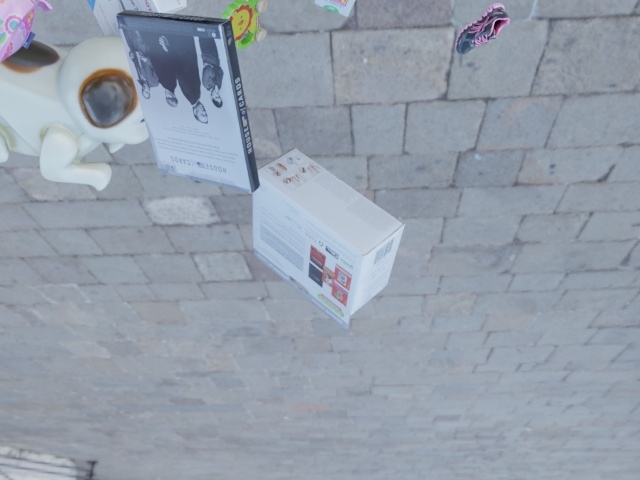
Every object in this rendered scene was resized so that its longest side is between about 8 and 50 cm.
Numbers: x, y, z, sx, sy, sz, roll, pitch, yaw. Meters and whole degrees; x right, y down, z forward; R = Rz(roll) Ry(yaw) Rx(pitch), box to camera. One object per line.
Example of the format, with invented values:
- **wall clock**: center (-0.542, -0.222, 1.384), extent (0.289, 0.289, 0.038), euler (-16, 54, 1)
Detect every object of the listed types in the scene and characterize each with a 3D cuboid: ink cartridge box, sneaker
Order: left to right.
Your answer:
- **ink cartridge box**: center (-0.381, -0.500, 1.199), extent (0.191, 0.082, 0.139), euler (-4, 118, 41)
- **ink cartridge box**: center (0.000, 0.000, 1.290), extent (0.309, 0.130, 0.271), euler (38, 145, 23)
- **sneaker**: center (0.317, -0.404, 1.162), extent (0.119, 0.057, 0.047), euler (-42, 142, 24)

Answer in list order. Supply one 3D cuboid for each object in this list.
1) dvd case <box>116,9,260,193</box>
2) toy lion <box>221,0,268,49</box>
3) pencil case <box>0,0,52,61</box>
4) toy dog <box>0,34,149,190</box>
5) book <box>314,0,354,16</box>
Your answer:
- **dvd case**: center (-0.178, -0.186, 0.820), extent (0.180, 0.029, 0.238), euler (16, 132, 27)
- **toy lion**: center (-0.131, -0.357, 0.987), extent (0.034, 0.096, 0.100), euler (38, 154, 13)
- **pencil case**: center (-0.499, -0.348, 0.750), extent (0.284, 0.124, 0.124), euler (35, 138, -28)
- **toy dog**: center (-0.500, -0.292, 1.166), extent (0.409, 0.284, 0.395), euler (0, 126, 10)
- **book**: center (0.044, -0.628, 1.507), extent (0.097, 0.035, 0.144), euler (18, 170, -8)
